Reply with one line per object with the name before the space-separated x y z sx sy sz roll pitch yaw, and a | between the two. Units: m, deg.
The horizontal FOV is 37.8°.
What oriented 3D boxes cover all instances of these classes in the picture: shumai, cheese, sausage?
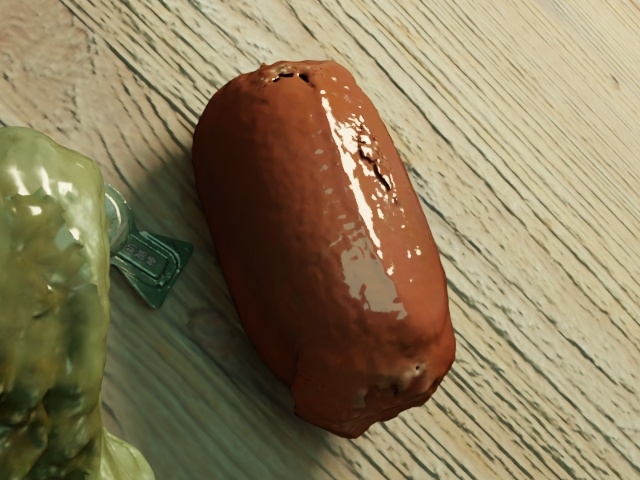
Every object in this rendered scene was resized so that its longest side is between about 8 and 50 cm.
shumai | -0.168 0.069 0.529 0.222 0.225 0.260 25 101 -29
cheese | -0.153 -0.005 0.664 0.121 0.026 0.067 34 61 -13
sausage | 0.000 0.000 0.670 0.152 0.152 0.279 -11 75 -29
